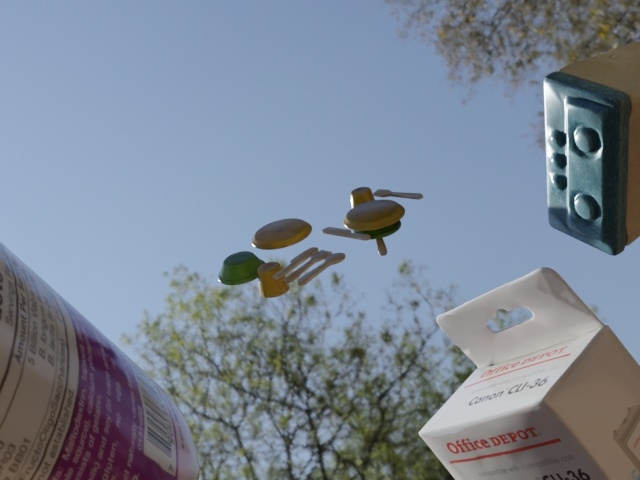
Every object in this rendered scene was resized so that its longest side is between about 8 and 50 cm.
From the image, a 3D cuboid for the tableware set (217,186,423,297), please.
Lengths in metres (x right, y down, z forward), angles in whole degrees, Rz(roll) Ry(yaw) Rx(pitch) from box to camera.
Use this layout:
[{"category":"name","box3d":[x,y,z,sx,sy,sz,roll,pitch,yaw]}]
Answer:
[{"category":"tableware set","box3d":[0.000,0.000,0.645,0.154,0.104,0.024,-36,-57,-39]}]

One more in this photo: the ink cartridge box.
[{"category":"ink cartridge box","box3d":[0.135,0.121,0.458,0.067,0.198,0.115,-38,0,-34]}]

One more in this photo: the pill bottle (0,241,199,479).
[{"category":"pill bottle","box3d":[-0.185,0.069,0.352,0.169,0.169,0.301,-36,-39,-4]}]

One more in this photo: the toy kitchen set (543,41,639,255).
[{"category":"toy kitchen set","box3d":[0.066,-0.100,0.415,0.122,0.207,0.166,-28,-52,-21]}]
